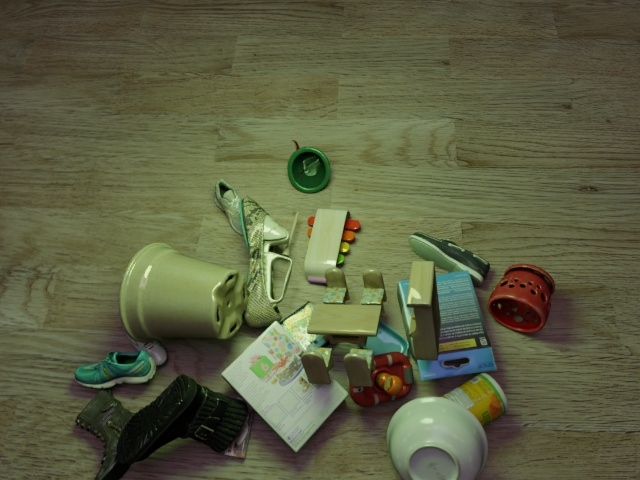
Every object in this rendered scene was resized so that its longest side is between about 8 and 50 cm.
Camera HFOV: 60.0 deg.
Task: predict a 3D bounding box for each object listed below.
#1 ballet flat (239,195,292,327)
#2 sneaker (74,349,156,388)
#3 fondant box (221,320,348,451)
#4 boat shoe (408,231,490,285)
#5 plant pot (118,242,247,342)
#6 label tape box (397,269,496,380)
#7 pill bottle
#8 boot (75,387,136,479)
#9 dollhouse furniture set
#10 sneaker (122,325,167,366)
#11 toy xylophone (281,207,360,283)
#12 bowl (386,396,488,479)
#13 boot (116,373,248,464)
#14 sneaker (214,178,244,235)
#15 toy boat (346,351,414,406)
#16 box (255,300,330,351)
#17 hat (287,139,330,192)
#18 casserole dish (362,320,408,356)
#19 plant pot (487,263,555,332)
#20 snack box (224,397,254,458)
[{"bbox_3d":[-0.185,0.064,1.952,0.181,0.164,0.483,-8,70,13],"label":"ballet flat"},{"bbox_3d":[-0.676,0.408,1.818,0.275,0.110,0.107,-10,32,6],"label":"sneaker"},{"bbox_3d":[-0.113,0.457,1.748,0.330,0.096,0.238,44,72,8],"label":"fondant box"},{"bbox_3d":[0.459,0.049,1.986,0.302,0.114,0.091,34,68,7],"label":"boat shoe"},{"bbox_3d":[-0.415,0.187,1.790,0.305,0.334,0.334,6,61,19],"label":"plant pot"},{"bbox_3d":[0.411,0.291,1.849,0.249,0.115,0.348,-9,63,-1],"label":"label tape box"},{"bbox_3d":[0.437,0.523,1.701,0.245,0.136,0.136,-27,63,-11],"label":"pill bottle"},{"bbox_3d":[-0.682,0.617,1.746,0.228,0.091,0.263,21,60,20],"label":"boot"},{"bbox_3d":[0.151,0.216,1.676,0.393,0.257,0.362,-1,40,17],"label":"dollhouse furniture set"},{"bbox_3d":[-0.607,0.332,1.891,0.085,0.086,0.237,-37,67,-18],"label":"sneaker"},{"bbox_3d":[0.000,0.000,2.045,0.236,0.081,0.323,13,63,19],"label":"toy xylophone"},{"bbox_3d":[0.322,0.609,1.571,0.297,0.134,0.298,3,101,16],"label":"bowl"},{"bbox_3d":[-0.412,0.579,1.677,0.348,0.260,0.131,-42,38,8],"label":"boot"},{"bbox_3d":[-0.326,-0.126,2.111,0.099,0.121,0.262,-38,67,-18],"label":"sneaker"},{"bbox_3d":[0.200,0.437,1.715,0.231,0.151,0.151,-8,93,-22],"label":"toy boat"},{"bbox_3d":[-0.081,0.336,1.884,0.233,0.044,0.159,-36,66,-16],"label":"box"},{"bbox_3d":[-0.037,-0.307,2.254,0.172,0.183,0.209,-4,102,8],"label":"hat"},{"bbox_3d":[0.207,0.346,1.870,0.188,0.037,0.114,34,68,19],"label":"casserole dish"},{"bbox_3d":[0.674,0.184,1.853,0.191,0.191,0.174,23,58,15],"label":"plant pot"},{"bbox_3d":[-0.253,0.594,1.762,0.064,0.022,0.178,6,61,8],"label":"snack box"}]
